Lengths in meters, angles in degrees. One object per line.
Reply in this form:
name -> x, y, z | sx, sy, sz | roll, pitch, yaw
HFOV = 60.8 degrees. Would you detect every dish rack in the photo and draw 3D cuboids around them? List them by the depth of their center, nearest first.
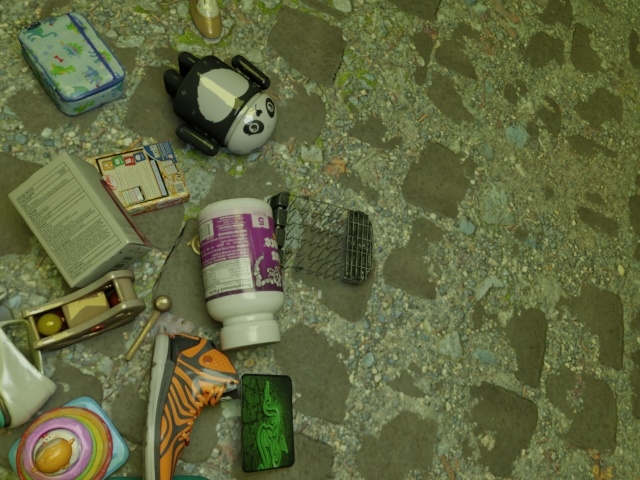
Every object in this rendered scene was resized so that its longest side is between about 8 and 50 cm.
dish rack -> 0.000, 0.000, 1.319 | 0.271, 0.074, 0.209 | 12, 69, -20

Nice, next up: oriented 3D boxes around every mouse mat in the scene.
mouse mat -> -0.108, 0.375, 1.135 | 0.152, 0.007, 0.190 | 18, 63, -48

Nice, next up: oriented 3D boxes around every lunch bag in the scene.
lunch bag -> -0.571, -0.415, 1.267 | 0.176, 0.090, 0.219 | -33, 85, -29

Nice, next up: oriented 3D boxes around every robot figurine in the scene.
robot figurine -> -0.235, -0.326, 1.299 | 0.278, 0.209, 0.174 | 35, 25, -4

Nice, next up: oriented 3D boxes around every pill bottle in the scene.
pill bottle -> -0.165, 0.075, 1.163 | 0.169, 0.169, 0.302 | -5, 76, -21

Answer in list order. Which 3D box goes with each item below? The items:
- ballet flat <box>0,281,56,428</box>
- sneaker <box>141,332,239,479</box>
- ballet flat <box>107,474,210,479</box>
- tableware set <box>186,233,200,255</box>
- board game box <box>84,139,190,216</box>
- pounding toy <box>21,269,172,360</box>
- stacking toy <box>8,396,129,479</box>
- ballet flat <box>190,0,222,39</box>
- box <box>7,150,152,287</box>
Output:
ballet flat -> -0.632, 0.157, 1.025 | 0.139, 0.139, 0.400 | -31, 87, -26
sneaker -> -0.246, 0.330, 1.061 | 0.180, 0.125, 0.321 | 9, 56, -18
ballet flat -> -0.311, 0.488, 1.039 | 0.203, 0.074, 0.074 | 10, 68, -22
tableware set -> -0.218, 0.009, 1.269 | 0.168, 0.020, 0.141 | 44, 66, -2
board game box -> -0.414, -0.136, 1.240 | 0.193, 0.045, 0.147 | -18, 78, -24
pounding toy -> -0.417, 0.160, 1.069 | 0.269, 0.154, 0.155 | -20, 78, -24
stacking toy -> -0.433, 0.355, 0.908 | 0.175, 0.302, 0.166 | -36, 85, -26
ballet flat -> -0.312, -0.649, 1.451 | 0.080, 0.073, 0.232 | -11, 75, -22
box -> -0.481, -0.036, 1.105 | 0.148, 0.127, 0.232 | -37, 83, 1
